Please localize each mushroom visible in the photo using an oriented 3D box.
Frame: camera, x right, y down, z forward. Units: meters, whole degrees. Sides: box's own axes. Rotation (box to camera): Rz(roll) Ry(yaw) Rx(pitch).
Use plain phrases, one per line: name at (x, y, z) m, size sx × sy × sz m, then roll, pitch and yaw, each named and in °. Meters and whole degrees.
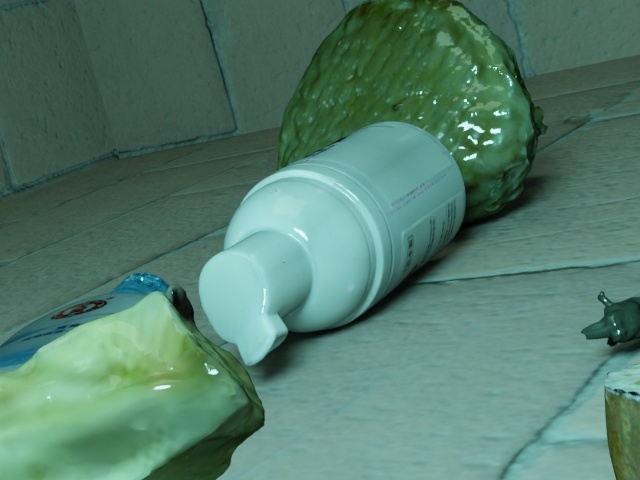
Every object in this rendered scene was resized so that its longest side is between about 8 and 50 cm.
mushroom at (-0.128, 0.168, 0.536) m, size 0.292 × 0.217 × 0.212 m, roll -32°, pitch 55°, yaw -8°

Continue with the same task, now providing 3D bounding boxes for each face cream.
face cream at (-0.186, 0.095, 1.113) m, size 0.163 × 0.080 × 0.336 m, roll -12°, pitch 11°, yaw 12°
face cream at (0.000, 0.000, 1.179) m, size 0.145 × 0.145 × 0.370 m, roll -10°, pitch 10°, yaw 26°

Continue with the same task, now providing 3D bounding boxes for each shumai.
shumai at (0.150, -0.111, 1.540) m, size 0.330 × 0.292 × 0.288 m, roll 6°, pitch -15°, yaw 45°

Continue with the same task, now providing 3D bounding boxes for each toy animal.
toy animal at (0.231, 0.044, 0.898) m, size 0.136 × 0.047 × 0.065 m, roll -18°, pitch 5°, yaw -12°

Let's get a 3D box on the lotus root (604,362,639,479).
lotus root at (0.192, 0.088, 0.607) m, size 0.112 × 0.081 × 0.122 m, roll -18°, pitch 10°, yaw -27°
